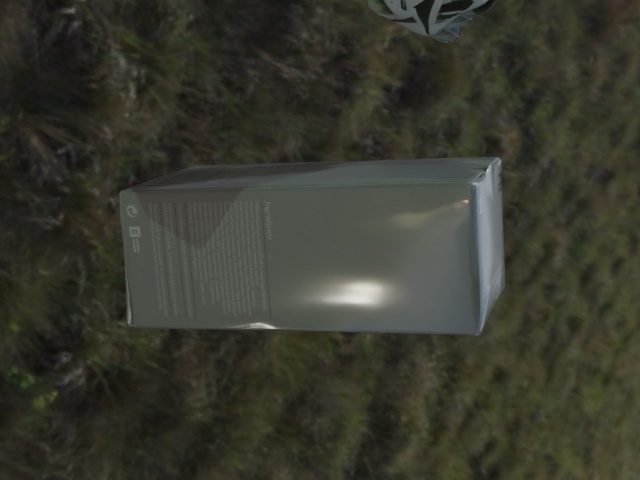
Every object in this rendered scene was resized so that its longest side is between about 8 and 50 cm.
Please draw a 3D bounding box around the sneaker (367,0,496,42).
[{"bbox_3d":[0.138,-0.336,1.213,0.330,0.146,0.122,133,-33,-73],"label":"sneaker"}]

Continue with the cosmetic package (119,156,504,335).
[{"bbox_3d":[0.000,0.000,0.666,0.127,0.238,0.107,-31,122,-67],"label":"cosmetic package"}]
